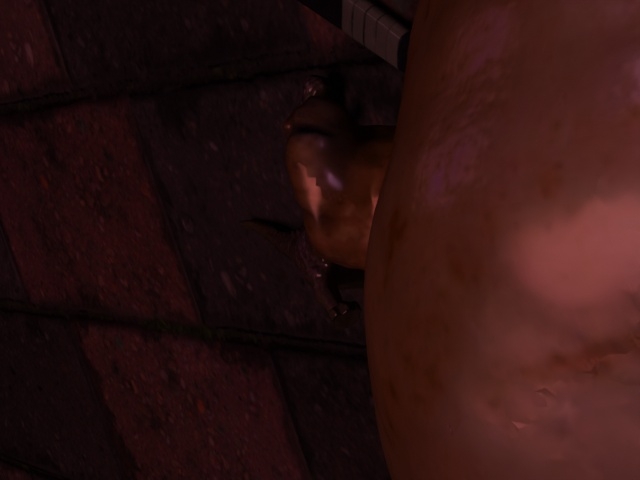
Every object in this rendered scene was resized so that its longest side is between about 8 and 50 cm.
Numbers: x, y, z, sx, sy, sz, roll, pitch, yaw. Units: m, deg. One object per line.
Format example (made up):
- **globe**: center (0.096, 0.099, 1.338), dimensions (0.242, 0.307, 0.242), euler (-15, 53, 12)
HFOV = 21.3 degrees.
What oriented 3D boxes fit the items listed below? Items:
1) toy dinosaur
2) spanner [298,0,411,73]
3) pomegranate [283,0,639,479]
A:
- **toy dinosaur**: center (0.004, -0.002, 1.350), dimensions (0.251, 0.072, 0.200), euler (96, 153, -62)
- **spanner**: center (0.055, -0.130, 1.188), dimensions (0.316, 0.024, 0.087), euler (40, 148, 40)
- **pomegranate**: center (0.176, -0.001, 0.684), dimensions (0.411, 0.411, 0.411), euler (41, 143, 40)
